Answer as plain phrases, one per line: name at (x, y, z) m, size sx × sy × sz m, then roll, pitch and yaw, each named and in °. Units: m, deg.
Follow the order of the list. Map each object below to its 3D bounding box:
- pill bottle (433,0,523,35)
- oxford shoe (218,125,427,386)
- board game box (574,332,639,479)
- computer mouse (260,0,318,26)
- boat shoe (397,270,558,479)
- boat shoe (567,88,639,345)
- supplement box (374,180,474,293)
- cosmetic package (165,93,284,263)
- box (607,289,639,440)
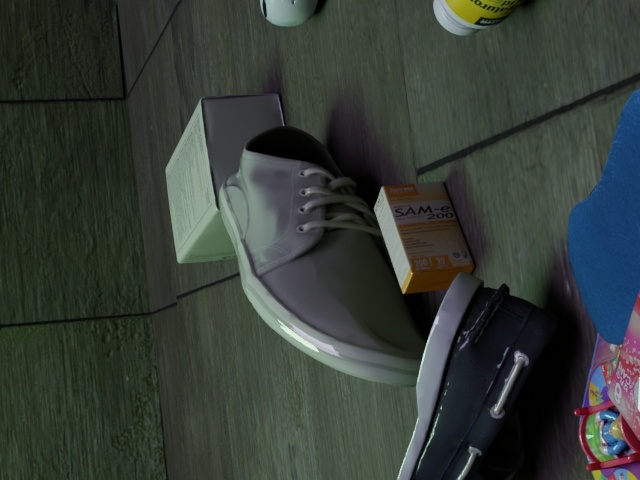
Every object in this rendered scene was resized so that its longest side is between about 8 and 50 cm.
pill bottle at (0.129, -0.202, 0.949) m, size 0.116 × 0.065 × 0.065 m, roll 138°, pitch 125°, yaw -69°
oxford shoe at (0.000, 0.000, 1.293) m, size 0.130 × 0.169 × 0.449 m, roll -64°, pitch 28°, yaw 19°
board game box at (0.205, 0.126, 0.854) m, size 0.133 × 0.033 × 0.169 m, roll -122°, pitch 32°, yaw -55°
computer mouse at (-0.028, -0.301, 1.392) m, size 0.193 × 0.106 × 0.042 m, roll 95°, pitch 168°, yaw -55°
boat shoe at (0.123, 0.165, 1.013) m, size 0.114 × 0.091 × 0.303 m, roll -51°, pitch -25°, yaw -43°
boat shoe at (0.210, -0.009, 0.705) m, size 0.258 × 0.089 × 0.109 m, roll 97°, pitch 151°, yaw -69°
supplement box at (0.093, -0.004, 1.123) m, size 0.036 × 0.062 × 0.098 m, roll 107°, pitch 151°, yaw -52°
cosmetic package at (-0.135, -0.080, 1.745) m, size 0.309 × 0.113 × 0.160 m, roll 142°, pitch 121°, yaw -69°
box at (0.250, 0.097, 0.551) m, size 0.257 × 0.122 × 0.128 m, roll -117°, pitch 29°, yaw -51°
